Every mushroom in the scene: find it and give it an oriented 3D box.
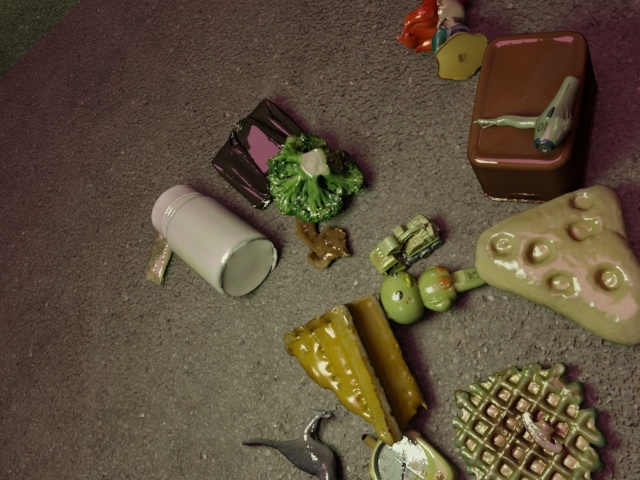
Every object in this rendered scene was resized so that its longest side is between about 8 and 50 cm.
[{"bbox_3d":[0.458,0.397,1.178,0.049,0.019,0.101,-48,58,6],"label":"mushroom"}]

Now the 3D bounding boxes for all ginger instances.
[{"bbox_3d":[0.003,-0.010,1.614,0.133,0.059,0.214,-38,57,22],"label":"ginger"}]

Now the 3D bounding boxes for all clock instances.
[{"bbox_3d":[0.193,0.516,1.331,0.170,0.069,0.232,-49,56,8],"label":"clock"}]

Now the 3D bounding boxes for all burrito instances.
[{"bbox_3d":[-0.528,0.034,1.899,0.087,0.060,0.225,5,76,26],"label":"burrito"}]

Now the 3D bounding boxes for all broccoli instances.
[{"bbox_3d":[-0.022,-0.182,1.586,0.262,0.241,0.269,-21,85,-1],"label":"broccoli"}]

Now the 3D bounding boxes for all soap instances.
[{"bbox_3d":[0.073,0.338,1.416,0.304,0.169,0.338,-38,72,53],"label":"soap"}]

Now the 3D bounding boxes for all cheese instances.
[{"bbox_3d":[0.514,0.077,1.242,0.329,0.130,0.350,-15,66,19],"label":"cheese"}]

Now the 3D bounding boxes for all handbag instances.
[{"bbox_3d":[-0.175,-0.265,1.768,0.285,0.113,0.257,-48,65,8],"label":"handbag"}]

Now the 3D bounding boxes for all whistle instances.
[{"bbox_3d":[0.262,0.110,1.380,0.294,0.141,0.141,-28,63,18],"label":"whistle"}]

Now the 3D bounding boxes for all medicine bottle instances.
[{"bbox_3d":[-0.328,-0.007,1.708,0.379,0.214,0.213,35,94,32],"label":"medicine bottle"}]

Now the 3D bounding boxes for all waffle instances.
[{"bbox_3d":[0.441,0.418,1.225,0.309,0.056,0.291,-21,65,20],"label":"waffle"}]

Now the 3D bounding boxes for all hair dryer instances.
[{"bbox_3d":[0.443,-0.277,1.188,0.167,0.067,0.199,-51,45,-4],"label":"hair dryer"}]

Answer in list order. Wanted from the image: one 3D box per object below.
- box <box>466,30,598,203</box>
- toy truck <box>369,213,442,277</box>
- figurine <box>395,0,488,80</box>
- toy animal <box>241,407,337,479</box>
[{"bbox_3d":[0.490,-0.279,1.315,0.240,0.229,0.339,7,80,29],"label":"box"},{"bbox_3d":[0.213,0.012,1.449,0.191,0.116,0.085,-38,58,14],"label":"toy truck"},{"bbox_3d":[0.328,-0.575,1.539,0.208,0.181,0.257,-48,45,43],"label":"figurine"},{"bbox_3d":[-0.036,0.521,1.453,0.367,0.081,0.205,22,84,37],"label":"toy animal"}]
